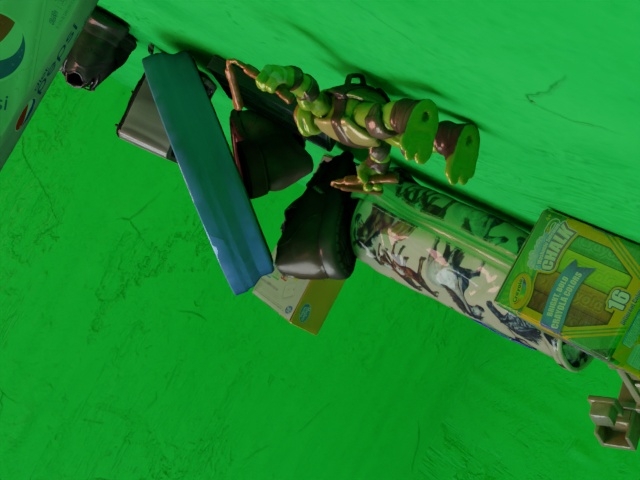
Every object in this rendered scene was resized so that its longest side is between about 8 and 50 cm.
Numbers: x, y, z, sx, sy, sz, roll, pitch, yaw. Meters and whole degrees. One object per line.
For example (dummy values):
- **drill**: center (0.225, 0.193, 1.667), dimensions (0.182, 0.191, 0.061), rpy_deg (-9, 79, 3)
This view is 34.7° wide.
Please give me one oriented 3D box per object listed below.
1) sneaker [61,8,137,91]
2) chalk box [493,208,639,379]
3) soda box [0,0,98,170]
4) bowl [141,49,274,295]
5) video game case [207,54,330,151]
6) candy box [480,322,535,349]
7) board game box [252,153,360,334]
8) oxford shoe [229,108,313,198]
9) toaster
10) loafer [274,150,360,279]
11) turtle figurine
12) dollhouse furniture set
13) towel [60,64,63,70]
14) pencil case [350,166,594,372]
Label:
- **sneaker**: center (-0.389, -0.318, 1.741), dimensions (0.109, 0.130, 0.286), rpy_deg (26, -179, -5)
- **chalk box**: center (0.306, 0.056, 1.205), dimensions (0.213, 0.132, 0.132), rpy_deg (26, 179, 43)
- **soda box**: center (-0.371, -0.220, 1.237), dimensions (0.091, 0.286, 0.098), rpy_deg (30, 179, -5)
- **bowl**: center (-0.167, -0.109, 1.579), dimensions (0.391, 0.077, 0.391), rpy_deg (159, 90, -87)
- **video game case**: center (-0.067, -0.204, 1.567), dimensions (0.196, 0.026, 0.274), rpy_deg (28, 179, 2)
- **candy box**: center (0.352, 0.115, 2.319), dimensions (0.317, 0.122, 0.268), rpy_deg (28, -179, 25)
- **board game box**: center (0.000, 0.000, 1.953), dimensions (0.064, 0.317, 0.242), rpy_deg (28, 180, -23)
- **oxford shoe**: center (-0.091, -0.164, 1.853), dimensions (0.130, 0.123, 0.348), rpy_deg (-11, -154, -7)
- **toaster**: center (-0.274, -0.236, 1.819), dimensions (0.110, 0.168, 0.185), rpy_deg (26, -179, 4)
- **loafer**: center (-0.005, -0.047, 1.671), dimensions (0.130, 0.134, 0.366), rpy_deg (-10, -160, 12)
- **turtle figurine**: center (0.049, -0.109, 1.004), dimensions (0.217, 0.087, 0.269), rpy_deg (18, 164, 44)
- **dollhouse furniture set**: center (0.527, 0.171, 1.541), dimensions (0.303, 0.174, 0.355), rpy_deg (0, 143, 38)
- **towel**: center (-0.560, -0.416, 1.812), dimensions (0.283, 0.121, 0.235), rpy_deg (31, -175, -4)
- **pencil case**: center (0.226, 0.029, 1.489), dimensions (0.410, 0.160, 0.183), rpy_deg (28, 156, 33)
